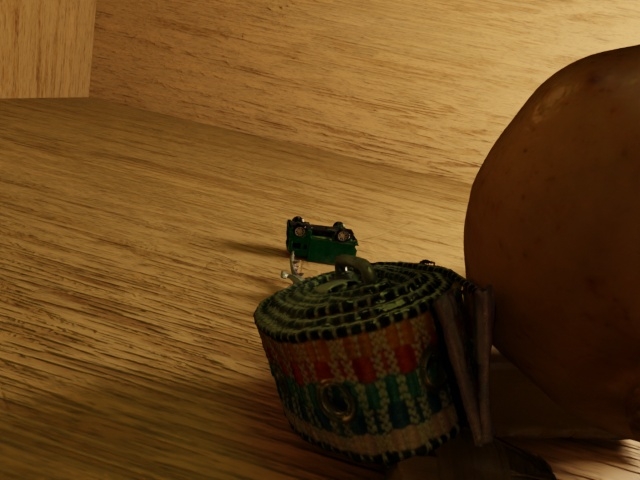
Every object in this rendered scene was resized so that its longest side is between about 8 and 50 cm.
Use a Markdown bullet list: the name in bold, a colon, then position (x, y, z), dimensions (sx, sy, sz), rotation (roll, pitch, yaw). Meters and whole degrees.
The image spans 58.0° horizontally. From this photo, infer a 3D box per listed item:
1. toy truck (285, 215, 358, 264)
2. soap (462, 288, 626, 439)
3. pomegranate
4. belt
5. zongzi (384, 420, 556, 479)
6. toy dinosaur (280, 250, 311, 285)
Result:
- **toy truck**: position (0.000, 0.000, 1.175), dimensions (0.147, 0.079, 0.065), rotation (9, 18, -11)
- **soap**: position (0.269, 0.150, 0.780), dimensions (0.281, 0.142, 0.259), rotation (2, 19, -14)
- **pomegranate**: position (0.321, 0.010, 0.511), dimensions (0.412, 0.411, 0.411), rotation (11, 17, -3)
- **belt**: position (0.043, 0.097, 0.594), dimensions (0.207, 0.160, 0.295), rotation (-15, 6, -8)
- **zongzi**: position (0.141, 0.208, 0.587), dimensions (0.160, 0.078, 0.176), rotation (11, 14, 2)
- **toy dinosaur**: position (-0.030, 0.079, 0.954), dimensions (0.082, 0.039, 0.209), rotation (10, 27, -16)
